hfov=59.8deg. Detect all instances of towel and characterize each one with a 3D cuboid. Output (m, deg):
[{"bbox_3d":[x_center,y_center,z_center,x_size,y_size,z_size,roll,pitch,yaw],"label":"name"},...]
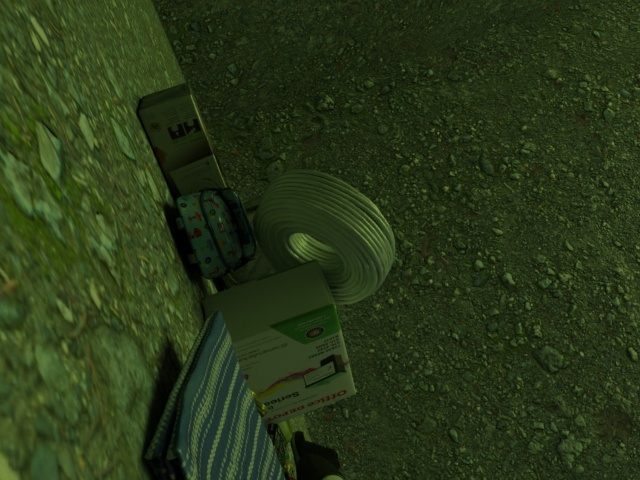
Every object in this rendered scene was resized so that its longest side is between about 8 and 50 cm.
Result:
[{"bbox_3d":[-0.061,0.262,0.548,0.243,0.040,0.336,-92,165,-72],"label":"towel"}]

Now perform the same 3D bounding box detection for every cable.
[{"bbox_3d":[0.000,0.000,0.955,0.257,0.089,0.257,40,-34,-12],"label":"cable"}]

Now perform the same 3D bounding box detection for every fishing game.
[{"bbox_3d":[-0.067,0.471,1.169,0.189,0.041,0.264,-121,-168,-59],"label":"fishing game"}]

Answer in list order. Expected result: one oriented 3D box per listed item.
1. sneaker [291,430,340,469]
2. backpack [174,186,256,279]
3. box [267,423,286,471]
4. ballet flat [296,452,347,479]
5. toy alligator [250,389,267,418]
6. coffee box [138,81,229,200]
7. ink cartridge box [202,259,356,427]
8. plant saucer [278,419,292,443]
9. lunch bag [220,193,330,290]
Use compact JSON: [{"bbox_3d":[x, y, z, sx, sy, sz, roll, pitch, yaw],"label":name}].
[{"bbox_3d":[-0.013,0.617,1.608,0.222,0.118,0.083,-124,-165,-71],"label":"sneaker"},{"bbox_3d":[-0.178,-0.015,0.938,0.173,0.116,0.158,179,-108,-86],"label":"backpack"},{"bbox_3d":[-0.082,0.380,1.011,0.083,0.018,0.067,76,15,-50],"label":"box"},{"bbox_3d":[0.053,0.542,1.084,0.281,0.095,0.096,58,-31,7],"label":"ballet flat"},{"bbox_3d":[-0.114,0.202,0.679,0.051,0.056,0.190,12,-34,29],"label":"toy alligator"},{"bbox_3d":[-0.246,-0.155,1.050,0.141,0.098,0.247,-119,-169,-63],"label":"coffee box"},{"bbox_3d":[-0.061,0.190,0.971,0.278,0.201,0.117,76,-7,-45],"label":"ink cartridge box"},{"bbox_3d":[-0.115,0.389,1.364,0.241,0.037,0.241,160,-90,-85],"label":"plant saucer"},{"bbox_3d":[-0.109,-0.002,1.249,0.213,0.305,0.256,-119,-167,-45],"label":"lunch bag"}]
